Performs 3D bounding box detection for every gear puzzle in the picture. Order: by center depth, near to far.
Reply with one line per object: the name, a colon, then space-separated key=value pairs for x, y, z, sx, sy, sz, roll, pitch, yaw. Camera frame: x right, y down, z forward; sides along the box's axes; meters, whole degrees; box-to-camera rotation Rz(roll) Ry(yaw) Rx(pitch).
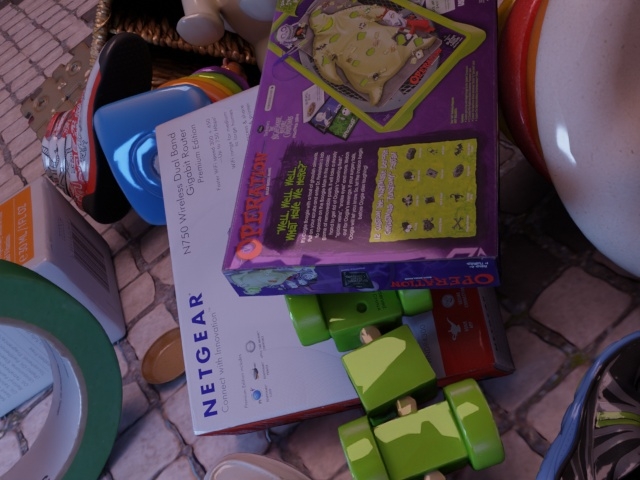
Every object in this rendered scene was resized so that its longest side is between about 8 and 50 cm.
gear puzzle: x=-0.344 y=-0.172 z=1.266 sx=0.175 sy=0.044 sz=0.339 roll=-46 pitch=53 yaw=4

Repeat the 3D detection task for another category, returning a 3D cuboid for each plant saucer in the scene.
plant saucer: x=-0.174 y=0.138 z=0.965 sx=0.084 sy=0.015 sz=0.083 roll=-20 pitch=39 yaw=17

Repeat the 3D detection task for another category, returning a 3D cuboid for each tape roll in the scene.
tape roll: x=-0.358 y=0.176 z=0.808 sx=0.321 sy=0.321 sz=0.077 roll=-48 pitch=39 yaw=-17

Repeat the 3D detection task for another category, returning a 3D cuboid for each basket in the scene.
basket: x=-0.179 y=-0.345 z=1.241 sx=0.299 sy=0.213 sz=0.223 roll=11 pitch=38 yaw=-13

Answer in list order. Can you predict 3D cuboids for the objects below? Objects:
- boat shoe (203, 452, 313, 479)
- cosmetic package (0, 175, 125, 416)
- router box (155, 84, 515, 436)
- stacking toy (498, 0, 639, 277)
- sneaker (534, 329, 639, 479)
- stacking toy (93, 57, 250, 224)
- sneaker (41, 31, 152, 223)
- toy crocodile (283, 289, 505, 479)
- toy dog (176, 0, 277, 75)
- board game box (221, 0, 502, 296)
boat shoe: x=-0.029 y=0.244 z=0.678 sx=0.096 sy=0.088 sz=0.268 roll=-44 pitch=38 yaw=-12
cosmetic package: x=-0.503 y=0.136 z=1.096 sx=0.453 sy=0.161 sz=0.230 roll=-34 pitch=37 yaw=1
router box: x=0.000 y=0.000 z=0.805 sx=0.301 sy=0.082 sz=0.335 roll=-18 pitch=71 yaw=21
stacking toy: x=0.278 y=-0.168 z=0.803 sx=0.351 sy=0.350 sz=0.480 roll=-37 pitch=18 yaw=-4
sneaker: x=0.224 y=0.152 z=0.625 sx=0.078 sy=0.067 sz=0.188 roll=21 pitch=59 yaw=24
stacking toy: x=-0.148 y=-0.166 z=1.089 sx=0.166 sy=0.175 sz=0.301 roll=-10 pitch=29 yaw=20
sneaker: x=-0.311 y=-0.167 z=1.101 sx=0.145 sy=0.270 sz=0.090 roll=34 pitch=35 yaw=32
toy crocodile: x=0.053 y=0.101 z=0.658 sx=0.115 sy=0.105 sz=0.340 roll=-20 pitch=66 yaw=-1
toy dog: x=-0.038 y=-0.364 z=1.102 sx=0.285 sy=0.407 sz=0.395 roll=-15 pitch=14 yaw=32
board game box: x=0.046 y=-0.115 z=0.691 sx=0.208 sy=0.056 sz=0.346 roll=-1 pitch=57 yaw=13
